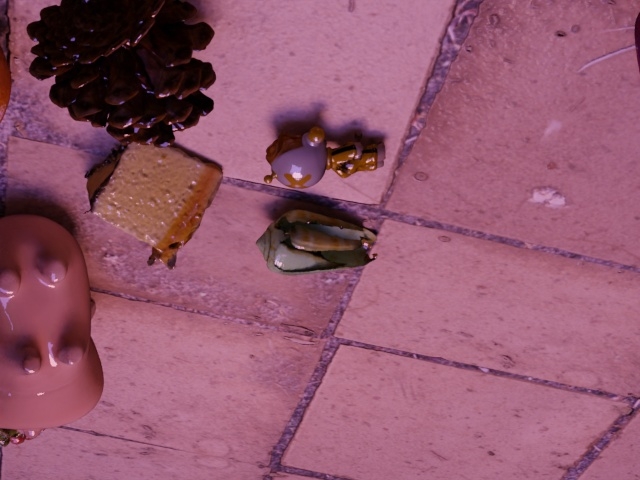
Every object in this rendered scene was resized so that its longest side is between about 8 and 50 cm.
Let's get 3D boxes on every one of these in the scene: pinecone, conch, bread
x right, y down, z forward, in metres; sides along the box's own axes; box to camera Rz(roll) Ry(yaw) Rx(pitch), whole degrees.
[{"bbox_3d":[-0.196,-0.189,1.366,0.185,0.168,0.212,34,-177,42],"label":"pinecone"},{"bbox_3d":[0.000,0.000,1.681,0.170,0.079,0.106,1,153,-17],"label":"conch"},{"bbox_3d":[-0.215,-0.064,1.635,0.147,0.127,0.152,31,105,-26],"label":"bread"}]

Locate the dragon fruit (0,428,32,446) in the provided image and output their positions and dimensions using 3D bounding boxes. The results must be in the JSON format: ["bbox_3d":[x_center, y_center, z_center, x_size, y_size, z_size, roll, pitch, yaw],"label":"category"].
[{"bbox_3d":[-0.478,0.248,1.996,0.137,0.236,0.135,39,106,4],"label":"dragon fruit"}]

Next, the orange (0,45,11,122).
[{"bbox_3d":[-0.470,-0.177,1.428,0.240,0.171,0.240,6,145,4],"label":"orange"}]

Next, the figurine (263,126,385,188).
[{"bbox_3d":[0.004,-0.097,1.552,0.143,0.068,0.101,6,155,-28],"label":"figurine"}]

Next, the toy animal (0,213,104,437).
[{"bbox_3d":[-0.411,0.118,1.775,0.237,0.269,0.326,-5,104,-19],"label":"toy animal"}]

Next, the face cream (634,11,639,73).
[{"bbox_3d":[0.432,-0.179,1.263,0.195,0.175,0.175,-17,138,30],"label":"face cream"}]
